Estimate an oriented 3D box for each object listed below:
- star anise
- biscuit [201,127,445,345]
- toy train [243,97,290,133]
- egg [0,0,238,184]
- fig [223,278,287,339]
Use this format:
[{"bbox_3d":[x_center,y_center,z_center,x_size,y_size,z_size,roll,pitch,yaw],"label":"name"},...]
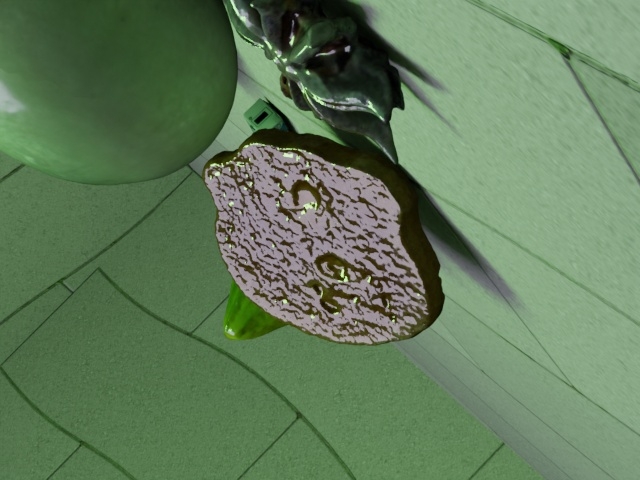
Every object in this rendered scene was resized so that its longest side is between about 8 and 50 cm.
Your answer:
[{"bbox_3d":[-0.005,-0.136,1.086,0.204,0.061,0.181,35,164,51],"label":"star anise"},{"bbox_3d":[0.001,-0.001,1.527,0.273,0.049,0.257,7,130,36],"label":"biscuit"},{"bbox_3d":[-0.047,-0.111,1.863,0.043,0.047,0.207,44,175,24],"label":"toy train"},{"bbox_3d":[-0.228,-0.197,1.331,0.352,0.258,0.258,36,180,-26],"label":"egg"},{"bbox_3d":[-0.016,0.002,1.699,0.167,0.233,0.167,14,136,14],"label":"fig"}]
